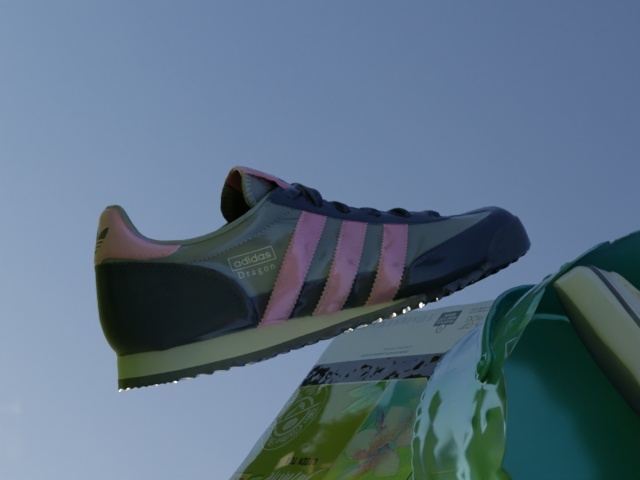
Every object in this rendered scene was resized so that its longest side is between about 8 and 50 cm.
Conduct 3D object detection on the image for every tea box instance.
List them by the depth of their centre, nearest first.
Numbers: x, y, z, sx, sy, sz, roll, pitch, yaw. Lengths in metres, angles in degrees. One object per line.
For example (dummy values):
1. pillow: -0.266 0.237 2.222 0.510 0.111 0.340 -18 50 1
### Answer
1. tea box: 0.101 0.255 1.200 0.220 0.323 0.329 47 -30 -17

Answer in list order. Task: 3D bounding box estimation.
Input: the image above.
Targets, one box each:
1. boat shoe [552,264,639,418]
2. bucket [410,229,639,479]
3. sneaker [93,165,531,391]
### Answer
1. boat shoe: 0.241 0.098 0.635 0.258 0.084 0.095 49 -2 22
2. bucket: 0.205 0.140 0.753 0.183 0.281 0.281 -38 -113 65
3. sneaker: 0.000 0.000 0.775 0.112 0.319 0.131 -21 -95 64
